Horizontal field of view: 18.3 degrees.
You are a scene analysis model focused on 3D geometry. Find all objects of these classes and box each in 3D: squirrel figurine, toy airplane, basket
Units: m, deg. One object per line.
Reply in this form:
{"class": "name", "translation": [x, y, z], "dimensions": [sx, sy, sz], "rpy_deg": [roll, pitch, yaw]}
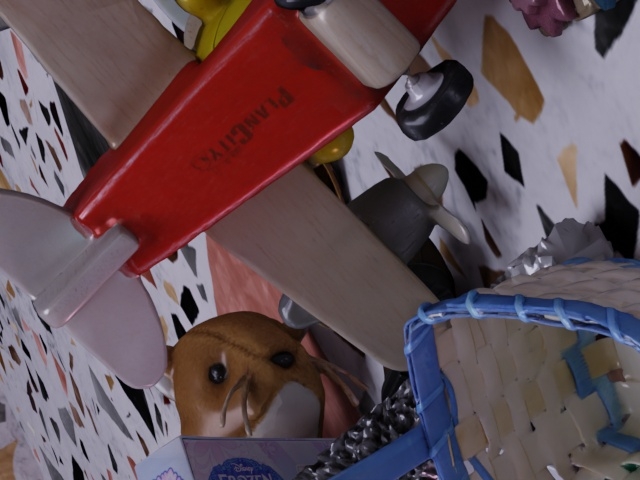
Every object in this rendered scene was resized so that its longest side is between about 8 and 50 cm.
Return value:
{"class": "squirrel figurine", "translation": [-0.072, 0.263, 1.943], "dimensions": [0.397, 0.281, 0.370], "rpy_deg": [148, 106, -68]}
{"class": "toy airplane", "translation": [-0.076, -0.088, 1.411], "dimensions": [0.272, 0.384, 0.386], "rpy_deg": [-88, -1, -62]}
{"class": "basket", "translation": [0.140, 0.127, 1.155], "dimensions": [0.255, 0.289, 0.201], "rpy_deg": [5, 114, 54]}

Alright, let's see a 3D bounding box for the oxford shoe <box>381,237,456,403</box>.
{"class": "oxford shoe", "translation": [0.086, 0.075, 1.625], "dimensions": [0.227, 0.082, 0.096], "rpy_deg": [86, 178, -47]}

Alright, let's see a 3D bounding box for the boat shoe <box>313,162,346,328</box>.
{"class": "boat shoe", "translation": [0.000, 0.000, 1.763], "dimensions": [0.060, 0.064, 0.178], "rpy_deg": [-155, 49, -66]}

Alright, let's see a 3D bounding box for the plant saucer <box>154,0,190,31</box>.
{"class": "plant saucer", "translation": [-0.102, -0.276, 1.598], "dimensions": [0.400, 0.100, 0.400], "rpy_deg": [52, 163, 23]}

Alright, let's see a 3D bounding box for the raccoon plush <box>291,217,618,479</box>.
{"class": "raccoon plush", "translation": [0.149, 0.226, 1.430], "dimensions": [0.299, 0.216, 0.446], "rpy_deg": [51, 154, 14]}

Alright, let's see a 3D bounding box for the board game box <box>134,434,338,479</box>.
{"class": "board game box", "translation": [0.022, 0.316, 1.622], "dimensions": [0.066, 0.318, 0.318], "rpy_deg": [-34, 63, 35]}

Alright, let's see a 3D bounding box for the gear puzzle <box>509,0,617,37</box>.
{"class": "gear puzzle", "translation": [0.100, -0.292, 1.217], "dimensions": [0.339, 0.044, 0.175], "rpy_deg": [69, 161, 0]}

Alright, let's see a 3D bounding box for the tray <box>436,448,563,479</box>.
{"class": "tray", "translation": [0.187, 0.237, 1.305], "dimensions": [0.270, 0.030, 0.145], "rpy_deg": [22, 95, 24]}
